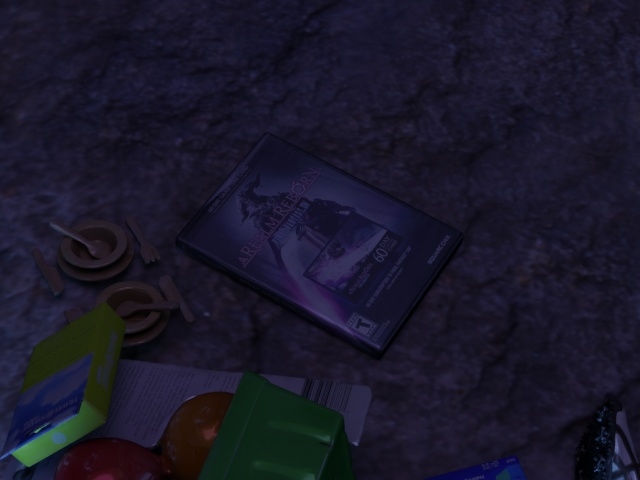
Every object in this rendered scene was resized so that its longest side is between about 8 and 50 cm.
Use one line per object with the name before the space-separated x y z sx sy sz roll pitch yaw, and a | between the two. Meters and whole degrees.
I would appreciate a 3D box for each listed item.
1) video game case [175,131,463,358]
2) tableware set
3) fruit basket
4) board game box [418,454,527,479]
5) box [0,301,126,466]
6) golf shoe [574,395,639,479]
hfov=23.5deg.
video game case | 0.000 0.000 1.775 0.274 0.026 0.196 29 57 14
tableware set | -0.230 0.038 1.699 0.128 0.039 0.194 -20 48 -18
fruit basket | -0.153 0.257 1.520 0.353 0.165 0.327 0 43 22
board game box | 0.159 0.331 1.535 0.160 0.047 0.210 -13 57 -14
box | -0.257 0.150 1.555 0.109 0.042 0.178 -31 28 21
golf shoe | 0.317 0.260 1.594 0.094 0.077 0.198 14 57 -13
